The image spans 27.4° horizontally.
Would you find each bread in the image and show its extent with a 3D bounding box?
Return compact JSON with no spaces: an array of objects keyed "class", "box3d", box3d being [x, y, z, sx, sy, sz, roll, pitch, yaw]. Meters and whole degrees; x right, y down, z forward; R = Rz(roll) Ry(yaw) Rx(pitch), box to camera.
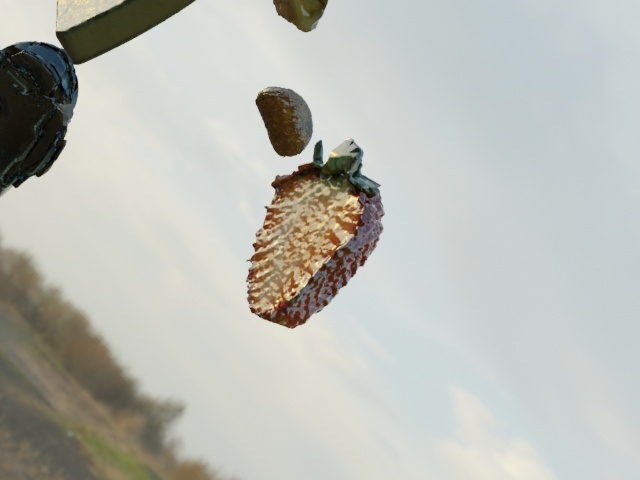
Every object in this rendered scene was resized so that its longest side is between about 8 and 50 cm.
[{"class":"bread","box3d":[0.000,-0.407,1.780,0.088,0.232,0.128,18,30,-17]}]

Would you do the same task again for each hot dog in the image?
[{"class":"hot dog","box3d":[-0.040,-0.135,1.465,0.058,0.035,0.083,-8,-65,25]}]

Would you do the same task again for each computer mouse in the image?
[{"class":"computer mouse","box3d":[-0.347,-0.125,1.422,0.146,0.242,0.077,46,18,-6]}]

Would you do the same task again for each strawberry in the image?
[{"class":"strawberry","box3d":[0.000,0.000,1.828,0.188,0.286,0.106,12,-21,41]}]

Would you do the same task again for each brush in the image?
[{"class":"brush","box3d":[-0.243,-0.308,1.660,0.059,0.197,0.123,54,13,-37]}]
